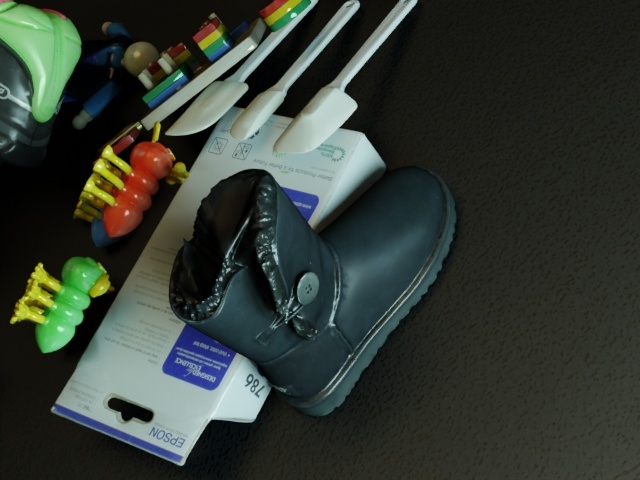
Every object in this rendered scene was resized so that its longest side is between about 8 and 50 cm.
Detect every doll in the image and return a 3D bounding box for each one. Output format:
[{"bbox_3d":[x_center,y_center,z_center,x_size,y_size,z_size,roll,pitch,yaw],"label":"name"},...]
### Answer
[{"bbox_3d":[-0.247,-0.176,1.472,0.189,0.046,0.129,-6,62,29],"label":"doll"}]

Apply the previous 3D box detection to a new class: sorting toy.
[{"bbox_3d":[-0.128,-0.170,1.351,0.274,0.046,0.132,-36,12,12],"label":"sorting toy"}]

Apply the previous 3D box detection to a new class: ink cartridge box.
[{"bbox_3d":[-0.087,0.040,1.232,0.165,0.065,0.332,17,68,36],"label":"ink cartridge box"}]

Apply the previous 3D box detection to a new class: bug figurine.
[{"bbox_3d":[-0.199,0.001,1.256,0.216,0.072,0.279,-60,9,-8],"label":"bug figurine"}]

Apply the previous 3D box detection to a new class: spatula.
[{"bbox_3d":[-0.015,-0.161,1.306,0.168,0.019,0.242,6,43,36],"label":"spatula"}]

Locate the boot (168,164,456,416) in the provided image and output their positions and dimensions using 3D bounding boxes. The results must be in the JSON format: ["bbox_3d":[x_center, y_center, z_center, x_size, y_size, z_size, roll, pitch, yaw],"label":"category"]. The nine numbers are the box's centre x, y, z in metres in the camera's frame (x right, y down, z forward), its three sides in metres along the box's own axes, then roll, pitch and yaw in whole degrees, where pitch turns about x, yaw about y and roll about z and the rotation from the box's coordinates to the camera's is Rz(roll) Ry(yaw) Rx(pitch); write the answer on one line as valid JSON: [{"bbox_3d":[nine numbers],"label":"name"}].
[{"bbox_3d":[0.000,0.000,1.114,0.094,0.207,0.246,22,72,37],"label":"boot"}]

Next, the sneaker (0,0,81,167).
[{"bbox_3d":[-0.452,-0.135,1.467,0.483,0.185,0.202,-4,78,42],"label":"sneaker"}]
